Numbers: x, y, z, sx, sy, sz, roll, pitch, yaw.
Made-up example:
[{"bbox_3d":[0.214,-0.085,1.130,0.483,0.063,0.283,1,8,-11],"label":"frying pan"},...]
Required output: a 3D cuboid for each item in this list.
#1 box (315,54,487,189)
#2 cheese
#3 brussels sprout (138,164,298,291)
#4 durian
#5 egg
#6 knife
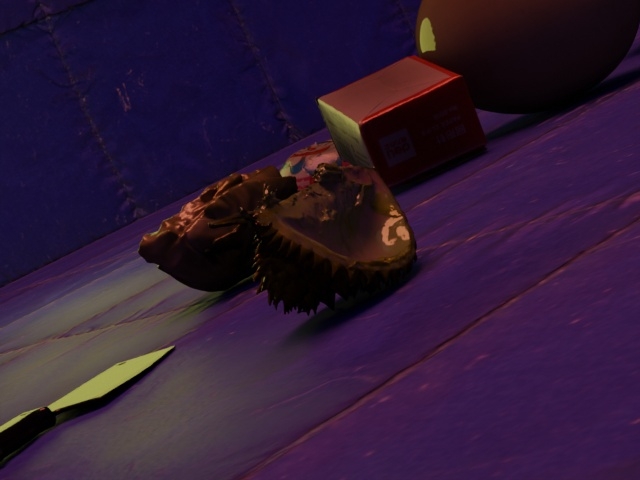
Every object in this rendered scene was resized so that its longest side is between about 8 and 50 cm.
[{"bbox_3d":[0.090,-0.130,1.755,0.133,0.099,0.182,-25,18,-9],"label":"box"},{"bbox_3d":[0.033,-0.085,1.895,0.155,0.062,0.244,-26,17,-31],"label":"cheese"},{"bbox_3d":[-0.089,-0.001,1.515,0.139,0.100,0.181,-33,0,43],"label":"brussels sprout"},{"bbox_3d":[0.000,0.000,1.104,0.086,0.100,0.215,-25,-1,32],"label":"durian"},{"bbox_3d":[0.237,-0.256,1.812,0.269,0.219,0.219,-7,14,28],"label":"egg"},{"bbox_3d":[-0.183,0.119,1.193,0.072,0.019,0.245,-21,5,24],"label":"knife"}]
